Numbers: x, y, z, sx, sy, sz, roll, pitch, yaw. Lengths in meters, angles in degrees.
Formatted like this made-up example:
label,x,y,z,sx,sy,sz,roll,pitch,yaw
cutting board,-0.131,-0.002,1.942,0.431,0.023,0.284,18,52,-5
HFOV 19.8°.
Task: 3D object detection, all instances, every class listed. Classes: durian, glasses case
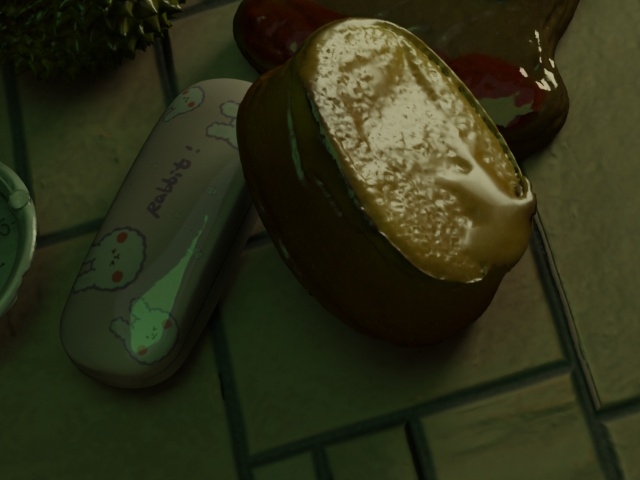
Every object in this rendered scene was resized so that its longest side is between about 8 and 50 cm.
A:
label,x,y,z,sx,sy,sz,roll,pitch,yaw
durian,-0.223,-0.246,1.670,0.237,0.176,0.200,-10,67,16
glasses case,-0.122,-0.011,1.554,0.113,0.075,0.297,12,63,25

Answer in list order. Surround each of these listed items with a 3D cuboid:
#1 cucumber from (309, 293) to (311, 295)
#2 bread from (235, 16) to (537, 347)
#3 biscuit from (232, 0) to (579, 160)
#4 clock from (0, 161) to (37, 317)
label,x,y,z,sx,sy,sz,roll,pitch,yaw
cucumber,0.000,0.000,1.532,0.048,0.048,0.105,-22,54,2
bread,0.048,-0.046,1.454,0.195,0.142,0.270,-20,73,-36
biscuit,0.115,-0.278,1.652,0.368,0.076,0.394,22,68,26
clock,-0.353,0.026,1.612,0.236,0.053,0.236,-8,55,12
